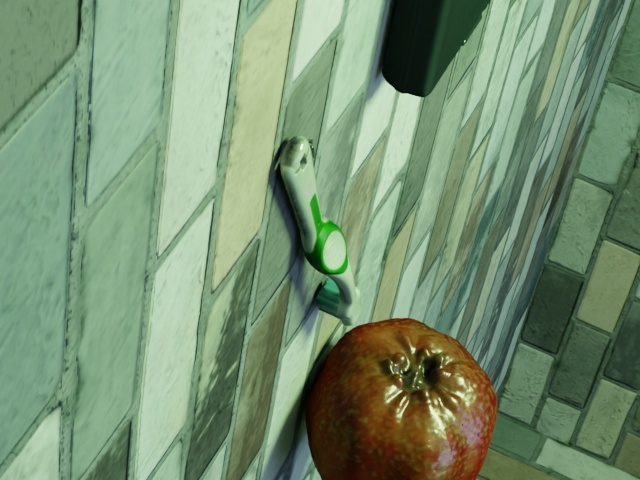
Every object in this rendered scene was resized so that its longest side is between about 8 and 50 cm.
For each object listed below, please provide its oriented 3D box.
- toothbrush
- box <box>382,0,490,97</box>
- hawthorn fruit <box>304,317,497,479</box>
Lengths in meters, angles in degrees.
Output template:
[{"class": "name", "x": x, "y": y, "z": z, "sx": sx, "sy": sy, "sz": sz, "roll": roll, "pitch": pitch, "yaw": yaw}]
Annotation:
[{"class": "toothbrush", "x": 0.005, "y": 0.002, "z": 1.492, "sx": 0.042, "sy": 0.040, "sz": 0.418, "roll": -61, "pitch": 167, "yaw": -14}, {"class": "box", "x": 0.125, "y": -0.246, "z": 1.520, "sx": 0.160, "sy": 0.050, "sz": 0.230, "roll": 100, "pitch": 18, "yaw": -48}, {"class": "hawthorn fruit", "x": 0.077, "y": 0.199, "z": 1.827, "sx": 0.205, "sy": 0.205, "sz": 0.253, "roll": -58, "pitch": 168, "yaw": -35}]
